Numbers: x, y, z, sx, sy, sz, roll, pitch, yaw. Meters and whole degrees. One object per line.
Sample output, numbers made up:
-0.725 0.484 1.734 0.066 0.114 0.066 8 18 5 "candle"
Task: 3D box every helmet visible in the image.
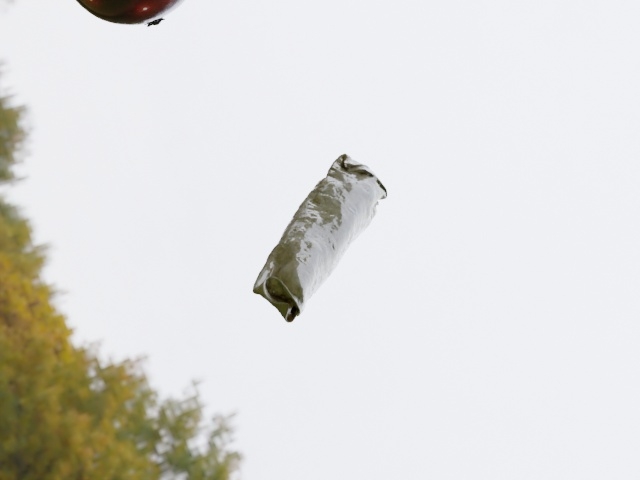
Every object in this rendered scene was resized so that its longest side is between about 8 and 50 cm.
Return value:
-0.255 -0.385 1.822 0.193 0.189 0.216 -120 -172 -50 "helmet"

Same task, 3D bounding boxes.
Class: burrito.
0.000 0.000 1.527 0.082 0.275 0.059 43 -50 -8 "burrito"
